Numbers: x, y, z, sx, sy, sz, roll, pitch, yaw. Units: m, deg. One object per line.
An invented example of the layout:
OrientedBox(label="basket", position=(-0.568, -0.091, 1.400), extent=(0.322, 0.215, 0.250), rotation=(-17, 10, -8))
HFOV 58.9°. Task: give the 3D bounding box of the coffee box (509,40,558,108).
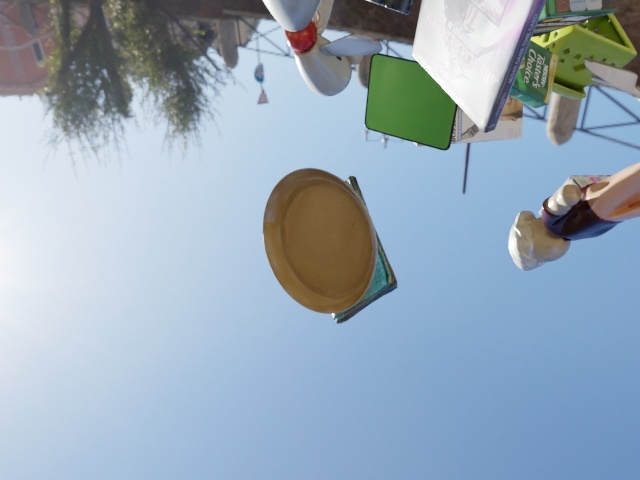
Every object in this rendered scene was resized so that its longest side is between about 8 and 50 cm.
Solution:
OrientedBox(label="coffee box", position=(0.388, -0.348, 1.125), extent=(0.184, 0.113, 0.040), rotation=(19, 171, -25))

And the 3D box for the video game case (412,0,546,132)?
OrientedBox(label="video game case", position=(0.201, -0.303, 0.739), extent=(0.026, 0.274, 0.196), rotation=(-22, -121, -17))

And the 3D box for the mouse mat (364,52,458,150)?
OrientedBox(label="mouse mat", position=(0.169, -0.261, 1.064), extent=(0.190, 0.152, 0.007), rotation=(23, -145, 29))

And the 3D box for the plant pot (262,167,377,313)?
OrientedBox(label="plant pot", position=(0.000, 0.000, 0.909), extent=(0.236, 0.236, 0.032), rotation=(25, -154, 35))

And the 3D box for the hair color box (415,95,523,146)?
OrientedBox(label="hair color box", position=(0.464, -0.410, 1.809), extent=(0.339, 0.185, 0.110), rotation=(-5, -160, -1))

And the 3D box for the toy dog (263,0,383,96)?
OrientedBox(label="toy dog", position=(0.004, -0.330, 0.715), extent=(0.161, 0.220, 0.334), rotation=(-23, 173, 8))

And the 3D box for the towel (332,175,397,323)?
OrientedBox(label="towel", position=(0.073, 0.029, 1.681), extent=(0.040, 0.271, 0.370), rotation=(3, -122, -39))

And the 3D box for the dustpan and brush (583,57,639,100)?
OrientedBox(label="dustpan and brush", position=(0.722, -0.371, 1.346), extent=(0.211, 0.060, 0.147), rotation=(28, -151, 21))

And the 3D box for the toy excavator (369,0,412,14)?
OrientedBox(label="toy excavator", position=(0.016, -0.655, 1.176), extent=(0.445, 0.222, 0.433), rotation=(20, -155, 1))

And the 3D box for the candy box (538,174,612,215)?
OrientedBox(label="candy box", position=(0.814, -0.123, 1.772), extent=(0.196, 0.165, 0.070), rotation=(-4, -128, -27))

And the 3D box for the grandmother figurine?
OrientedBox(label="grandmother figurine", position=(0.388, -0.047, 0.771), extent=(0.208, 0.342, 0.104), rotation=(9, -118, -25))

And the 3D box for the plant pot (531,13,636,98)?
OrientedBox(label="plant pot", position=(0.698, -0.545, 1.599), extent=(0.228, 0.207, 0.227), rotation=(12, -130, -19))

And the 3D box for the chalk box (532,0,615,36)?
OrientedBox(label="chalk box", position=(0.488, -0.546, 1.191), extent=(0.180, 0.179, 0.289), rotation=(-12, -171, -19))
